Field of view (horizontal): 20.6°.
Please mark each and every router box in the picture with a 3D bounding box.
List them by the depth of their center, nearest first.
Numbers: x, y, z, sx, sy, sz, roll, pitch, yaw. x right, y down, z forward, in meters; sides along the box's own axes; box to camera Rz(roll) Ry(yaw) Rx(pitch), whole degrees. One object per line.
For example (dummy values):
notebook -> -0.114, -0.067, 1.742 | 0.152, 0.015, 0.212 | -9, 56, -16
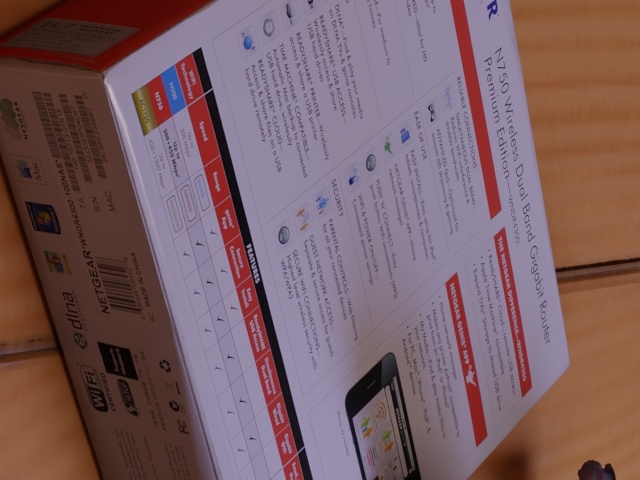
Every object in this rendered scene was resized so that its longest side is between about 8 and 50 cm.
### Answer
router box -> 0.000, 0.000, 0.897 | 0.301, 0.082, 0.335 | -40, 127, -42

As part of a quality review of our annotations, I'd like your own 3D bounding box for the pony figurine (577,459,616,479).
pony figurine -> 0.167, 0.270, 1.006 | 0.363, 0.302, 0.351 | -55, 166, -62
